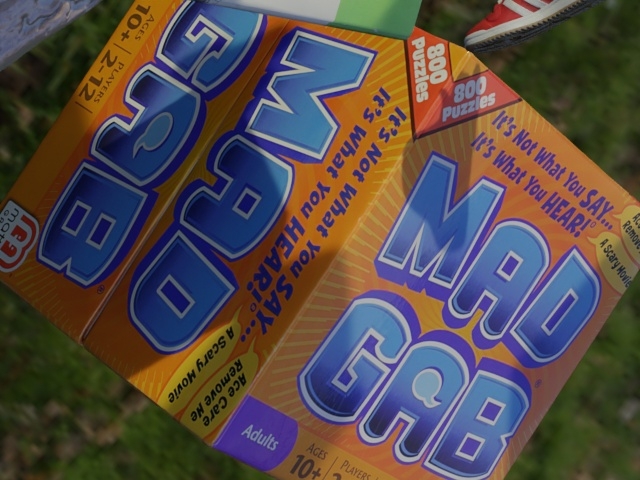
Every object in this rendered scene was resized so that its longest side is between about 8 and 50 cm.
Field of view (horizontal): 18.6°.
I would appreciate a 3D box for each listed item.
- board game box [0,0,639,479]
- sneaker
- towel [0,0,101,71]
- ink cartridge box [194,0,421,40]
[{"bbox_3d":[0.000,0.000,1.681,0.356,0.356,0.356,34,90,-48],"label":"board game box"},{"bbox_3d":[0.143,-0.177,1.335,0.118,0.067,0.042,-25,171,24],"label":"sneaker"},{"bbox_3d":[-0.248,-0.280,1.754,0.332,0.053,0.317,-38,163,-17],"label":"towel"},{"bbox_3d":[-0.085,-0.227,1.247,0.273,0.198,0.114,8,108,-30],"label":"ink cartridge box"}]
